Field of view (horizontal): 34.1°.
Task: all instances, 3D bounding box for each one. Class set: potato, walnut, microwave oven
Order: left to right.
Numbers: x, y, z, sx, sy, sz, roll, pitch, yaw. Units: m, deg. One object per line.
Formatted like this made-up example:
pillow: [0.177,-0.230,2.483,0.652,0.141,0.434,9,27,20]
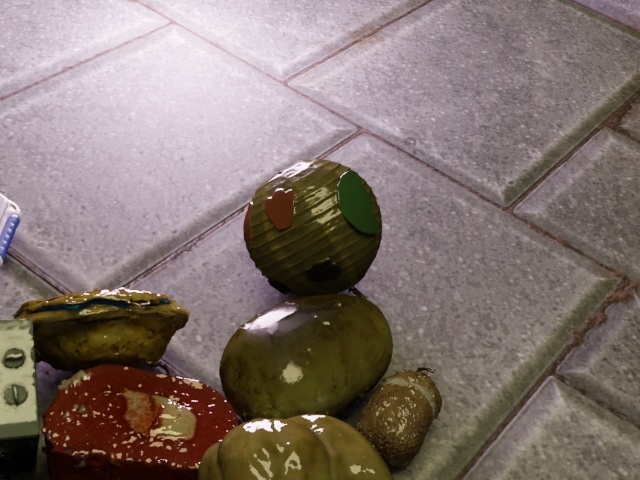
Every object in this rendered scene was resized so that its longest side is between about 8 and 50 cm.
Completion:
microwave oven: [-0.527,0.229,1.379,0.295,0.237,0.181,-3,66,-18]
walnut: [-0.020,0.363,1.333,0.282,0.253,0.277,-6,51,-38]
potato: [-0.018,0.187,1.608,0.307,0.173,0.210,-24,37,-36]

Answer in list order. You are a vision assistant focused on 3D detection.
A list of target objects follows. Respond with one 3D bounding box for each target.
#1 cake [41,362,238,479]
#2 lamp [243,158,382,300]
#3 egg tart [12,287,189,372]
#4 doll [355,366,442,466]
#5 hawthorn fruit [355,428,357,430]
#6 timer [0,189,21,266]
cake: [-0.251,0.278,1.464,0.283,0.151,0.177,6,44,0]
lamp: [0.000,0.000,1.808,0.250,0.250,0.284,-42,103,-44]
egg tart: [-0.322,0.144,1.551,0.291,0.291,0.107,-3,77,-18]
doll: [0.110,0.284,1.590,0.105,0.115,0.221,25,50,14]
hawthorn fruit: [0.020,0.314,1.538,0.081,0.081,0.093,18,60,7]
timer: [-0.632,-0.050,1.733,0.253,0.078,0.178,29,35,-21]
